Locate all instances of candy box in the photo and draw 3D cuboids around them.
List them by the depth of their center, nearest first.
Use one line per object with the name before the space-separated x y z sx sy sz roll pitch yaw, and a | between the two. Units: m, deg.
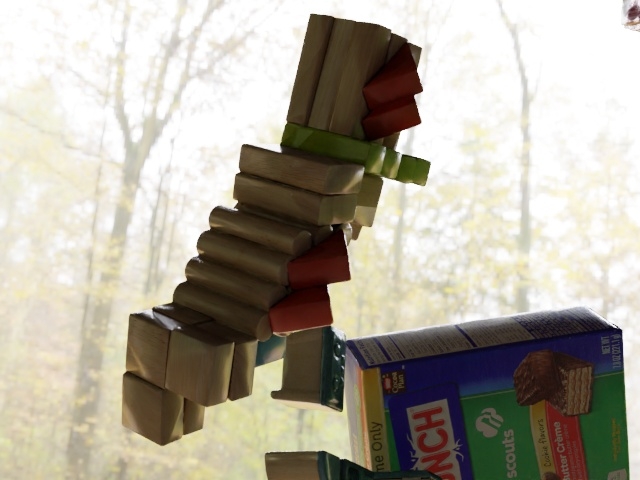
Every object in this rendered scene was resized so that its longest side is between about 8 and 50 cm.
candy box | 0.198 0.237 1.283 0.317 0.268 0.122 -8 12 -8

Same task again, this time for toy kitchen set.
toy kitchen set | 0.044 0.194 1.120 0.122 0.166 0.207 -6 -22 23

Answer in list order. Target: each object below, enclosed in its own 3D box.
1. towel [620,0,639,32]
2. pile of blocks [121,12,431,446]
towel | 0.356 -0.329 1.110 0.037 0.237 0.329 -7 14 2
pile of blocks | 0.000 0.000 0.773 0.112 0.362 0.149 18 -19 38
